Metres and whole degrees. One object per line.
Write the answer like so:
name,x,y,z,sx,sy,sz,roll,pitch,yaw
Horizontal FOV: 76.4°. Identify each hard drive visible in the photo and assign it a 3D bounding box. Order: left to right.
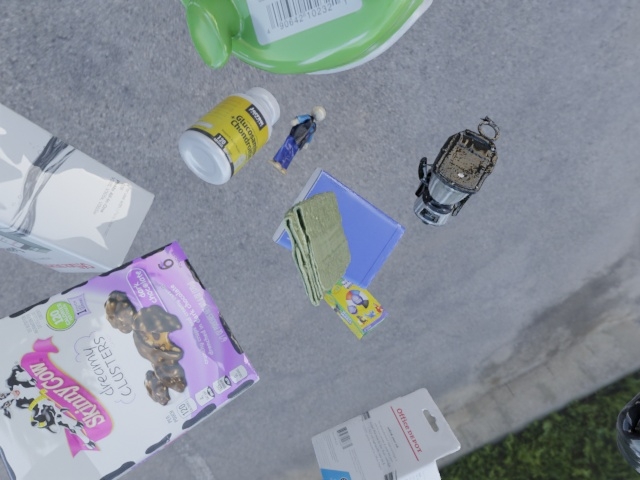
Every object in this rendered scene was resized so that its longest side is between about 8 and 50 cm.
hard drive,0.060,-0.019,1.072,0.318,0.040,0.210,30,96,-32

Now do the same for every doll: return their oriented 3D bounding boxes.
doll,-0.053,-0.251,1.000,0.189,0.046,0.129,-55,162,-1

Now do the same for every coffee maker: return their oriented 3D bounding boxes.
coffee maker,0.280,-0.129,0.836,0.171,0.120,0.178,-33,166,-13

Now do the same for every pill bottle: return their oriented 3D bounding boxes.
pill bottle,-0.150,-0.190,0.710,0.184,0.103,0.103,-55,142,-33

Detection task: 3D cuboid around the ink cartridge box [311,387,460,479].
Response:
ink cartridge box,0.090,0.292,0.559,0.180,0.104,0.060,-22,124,-4

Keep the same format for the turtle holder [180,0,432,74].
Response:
turtle holder,-0.024,-0.300,0.330,0.320,0.227,0.243,49,123,-2

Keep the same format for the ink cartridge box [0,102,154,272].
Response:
ink cartridge box,-0.390,-0.067,0.488,0.211,0.122,0.289,-3,152,40

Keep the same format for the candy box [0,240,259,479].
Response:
candy box,-0.185,0.119,0.380,0.196,0.165,0.070,-29,167,-28

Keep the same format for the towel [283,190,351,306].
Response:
towel,0.000,0.000,0.470,0.027,0.148,0.110,-10,103,20

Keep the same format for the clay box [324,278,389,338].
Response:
clay box,0.106,0.205,1.361,0.127,0.222,0.053,-27,155,-37

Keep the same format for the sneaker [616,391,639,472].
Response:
sneaker,0.457,0.160,0.441,0.286,0.109,0.130,-44,126,9
